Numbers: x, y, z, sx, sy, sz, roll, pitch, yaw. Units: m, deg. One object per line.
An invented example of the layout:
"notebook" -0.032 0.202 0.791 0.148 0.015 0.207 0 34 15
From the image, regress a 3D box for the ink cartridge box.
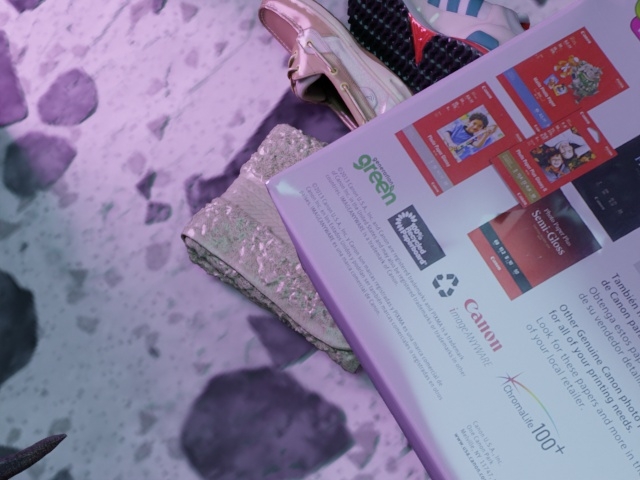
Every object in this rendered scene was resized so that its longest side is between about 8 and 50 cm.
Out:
"ink cartridge box" 0.168 0.043 0.991 0.272 0.130 0.309 -30 66 -3

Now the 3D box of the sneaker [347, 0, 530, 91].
"sneaker" 0.081 -0.123 1.161 0.075 0.057 0.161 -11 35 -33

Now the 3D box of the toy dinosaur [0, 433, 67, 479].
"toy dinosaur" -0.295 0.126 1.078 0.313 0.160 0.121 -16 60 -2

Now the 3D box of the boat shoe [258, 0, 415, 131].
"boat shoe" 0.003 -0.103 1.164 0.045 0.050 0.135 -40 61 -14

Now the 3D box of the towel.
"towel" 0.000 0.000 1.127 0.148 0.027 0.110 34 75 26
